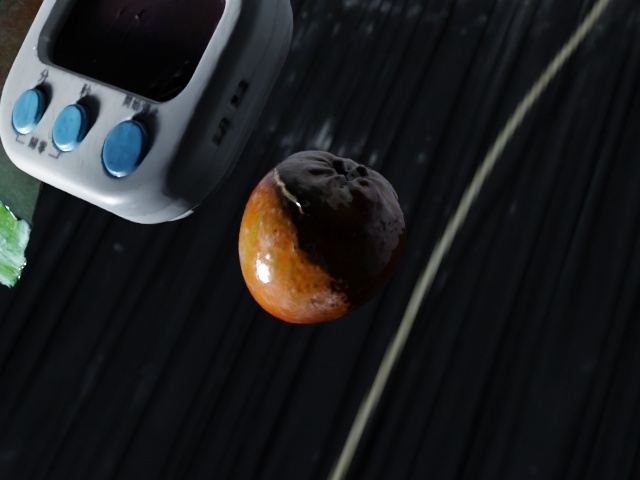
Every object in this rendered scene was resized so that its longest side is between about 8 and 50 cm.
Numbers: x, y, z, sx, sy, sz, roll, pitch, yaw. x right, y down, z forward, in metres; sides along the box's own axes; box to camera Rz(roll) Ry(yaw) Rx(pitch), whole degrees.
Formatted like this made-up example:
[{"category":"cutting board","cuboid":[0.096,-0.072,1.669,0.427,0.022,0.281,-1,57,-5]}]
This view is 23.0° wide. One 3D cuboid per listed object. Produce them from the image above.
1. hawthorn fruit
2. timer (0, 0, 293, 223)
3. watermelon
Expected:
[{"category":"hawthorn fruit","cuboid":[0.000,0.000,1.548,0.173,0.173,0.173,17,149,11]},{"category":"timer","cuboid":[-0.143,-0.140,1.291,0.262,0.237,0.087,23,174,42]},{"category":"watermelon","cuboid":[-0.338,-0.114,1.578,0.151,0.302,0.264,17,163,-14]}]
